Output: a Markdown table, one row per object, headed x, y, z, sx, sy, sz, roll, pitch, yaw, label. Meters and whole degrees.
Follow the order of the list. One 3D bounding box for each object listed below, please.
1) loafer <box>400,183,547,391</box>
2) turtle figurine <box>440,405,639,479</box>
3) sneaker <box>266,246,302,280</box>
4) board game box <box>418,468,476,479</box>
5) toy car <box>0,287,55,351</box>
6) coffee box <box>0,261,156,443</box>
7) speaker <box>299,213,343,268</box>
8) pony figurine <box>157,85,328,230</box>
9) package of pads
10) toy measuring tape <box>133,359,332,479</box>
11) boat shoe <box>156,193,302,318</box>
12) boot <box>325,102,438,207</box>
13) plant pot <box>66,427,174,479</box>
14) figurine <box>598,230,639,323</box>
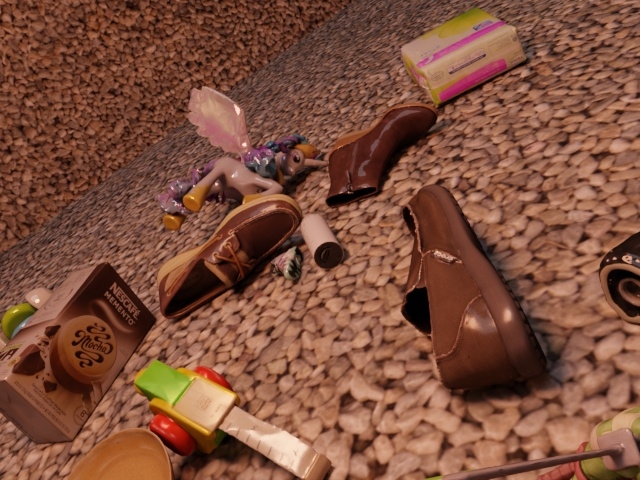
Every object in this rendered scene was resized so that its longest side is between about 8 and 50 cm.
| x | y | z | sx | sy | sz | roll | pitch | yaw | label |
| --- | --- | --- | --- | --- | --- | --- | --- | --- | --- |
| 0.151 | 0.045 | 0.781 | 0.130 | 0.134 | 0.366 | -28 | 27 | 9 | loafer |
| 0.241 | 0.198 | 0.367 | 0.266 | 0.274 | 0.198 | -25 | 61 | 7 | turtle figurine |
| -0.071 | 0.054 | 1.124 | 0.069 | 0.038 | 0.098 | -25 | 18 | 18 | sneaker |
| 0.034 | 0.303 | 0.584 | 0.259 | 0.039 | 0.124 | -19 | 30 | 22 | board game box |
| -0.555 | 0.199 | 1.248 | 0.159 | 0.182 | 0.136 | -54 | 35 | -2 | toy car |
| -0.465 | 0.203 | 1.149 | 0.119 | 0.168 | 0.297 | -15 | 32 | 32 | coffee box |
| 0.000 | 0.000 | 1.112 | 0.055 | 0.055 | 0.136 | -32 | 26 | 2 | speaker |
| -0.201 | -0.151 | 1.407 | 0.351 | 0.303 | 0.363 | 18 | 44 | 18 | pony figurine |
| 0.323 | -0.441 | 1.459 | 0.229 | 0.101 | 0.296 | -26 | 26 | 11 | package of pads |
| -0.122 | 0.251 | 0.809 | 0.330 | 0.121 | 0.121 | 18 | 52 | 30 | toy measuring tape |
| -0.177 | 0.042 | 1.178 | 0.342 | 0.123 | 0.123 | -30 | 35 | 13 | boat shoe |
| 0.127 | -0.171 | 1.266 | 0.248 | 0.090 | 0.207 | -18 | 42 | 25 | boot |
| -0.265 | 0.356 | 0.770 | 0.236 | 0.032 | 0.236 | -25 | 41 | 24 | plant pot |
| 0.432 | 0.006 | 0.607 | 0.209 | 0.092 | 0.215 | -39 | 28 | -21 | figurine |
